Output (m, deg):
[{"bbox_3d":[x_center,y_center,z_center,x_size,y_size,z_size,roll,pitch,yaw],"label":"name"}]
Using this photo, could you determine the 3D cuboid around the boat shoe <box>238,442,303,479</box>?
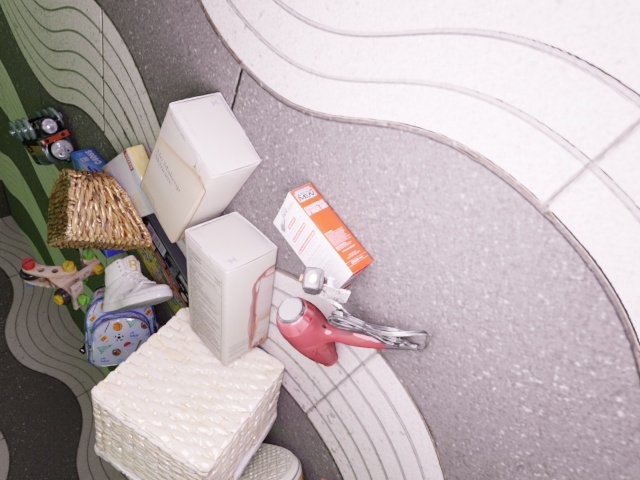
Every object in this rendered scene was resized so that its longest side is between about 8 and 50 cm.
[{"bbox_3d":[-0.235,0.659,1.306,0.499,0.186,0.156,-5,113,42],"label":"boat shoe"}]

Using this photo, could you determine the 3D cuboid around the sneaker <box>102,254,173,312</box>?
[{"bbox_3d":[-0.571,0.122,1.382,0.292,0.108,0.169,-13,77,30],"label":"sneaker"}]

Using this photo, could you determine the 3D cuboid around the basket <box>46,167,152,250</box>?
[{"bbox_3d":[-0.632,-0.085,1.294,0.299,0.222,0.214,-8,80,51],"label":"basket"}]

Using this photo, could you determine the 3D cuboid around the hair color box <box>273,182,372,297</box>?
[{"bbox_3d":[0.000,0.000,0.745,0.167,0.053,0.093,52,143,12],"label":"hair color box"}]

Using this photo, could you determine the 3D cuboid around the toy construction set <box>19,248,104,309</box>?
[{"bbox_3d":[-0.818,0.081,1.528,0.237,0.257,0.309,34,109,16],"label":"toy construction set"}]

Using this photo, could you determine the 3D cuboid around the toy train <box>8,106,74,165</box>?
[{"bbox_3d":[-0.995,-0.367,1.633,0.333,0.142,0.190,10,131,44],"label":"toy train"}]

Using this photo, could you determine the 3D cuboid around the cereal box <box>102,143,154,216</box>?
[{"bbox_3d":[-0.508,-0.149,1.231,0.240,0.047,0.173,-6,108,50],"label":"cereal box"}]

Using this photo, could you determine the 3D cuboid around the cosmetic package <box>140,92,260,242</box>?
[{"bbox_3d":[-0.257,-0.133,0.917,0.160,0.113,0.309,58,144,6],"label":"cosmetic package"}]

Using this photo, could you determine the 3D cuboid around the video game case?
[{"bbox_3d":[-0.453,0.087,1.344,0.275,0.035,0.248,57,142,7],"label":"video game case"}]

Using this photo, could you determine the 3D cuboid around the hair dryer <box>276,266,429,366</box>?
[{"bbox_3d":[0.027,0.165,0.757,0.223,0.080,0.294,32,152,1],"label":"hair dryer"}]

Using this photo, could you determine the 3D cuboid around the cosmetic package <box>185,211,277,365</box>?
[{"bbox_3d":[-0.196,0.108,0.978,0.153,0.129,0.296,40,138,29],"label":"cosmetic package"}]

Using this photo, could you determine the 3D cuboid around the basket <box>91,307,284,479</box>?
[{"bbox_3d":[-0.297,0.397,1.060,0.331,0.328,0.267,28,131,13],"label":"basket"}]

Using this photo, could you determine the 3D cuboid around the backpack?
[{"bbox_3d":[-0.691,0.290,1.561,0.213,0.276,0.264,25,117,59],"label":"backpack"}]

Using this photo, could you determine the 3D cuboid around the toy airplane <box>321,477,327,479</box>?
[{"bbox_3d":[0.050,0.638,1.093,0.151,0.028,0.151,28,132,36],"label":"toy airplane"}]

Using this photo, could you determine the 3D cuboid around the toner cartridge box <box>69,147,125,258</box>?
[{"bbox_3d":[-0.751,-0.119,1.534,0.165,0.075,0.348,39,137,26],"label":"toner cartridge box"}]
